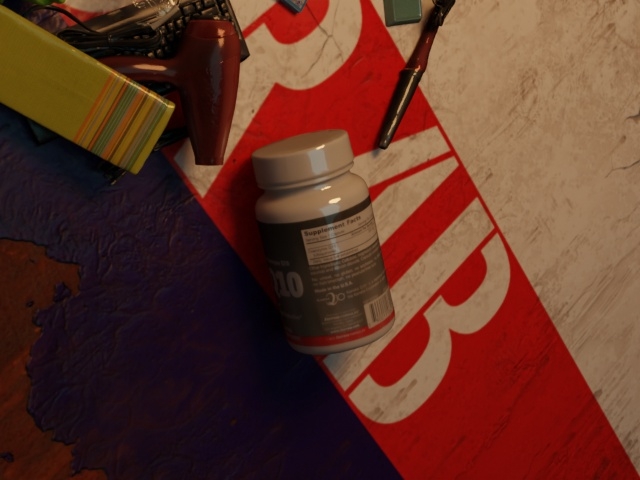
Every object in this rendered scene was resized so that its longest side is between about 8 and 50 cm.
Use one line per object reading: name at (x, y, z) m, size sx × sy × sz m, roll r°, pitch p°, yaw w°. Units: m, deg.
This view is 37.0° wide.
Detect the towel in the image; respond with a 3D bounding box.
towel at (-0.297, -0.176, 1.134) m, size 0.237 × 0.021 × 0.102 m, roll 29°, pitch 100°, yaw -21°

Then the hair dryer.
hair dryer at (-0.206, -0.215, 1.197) m, size 0.223 × 0.080 × 0.293 m, roll -40°, pitch 108°, yaw -4°

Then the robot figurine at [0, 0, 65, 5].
robot figurine at (-0.339, -0.310, 1.096) m, size 0.101 × 0.115 × 0.067 m, roll -61°, pitch 161°, yaw -19°

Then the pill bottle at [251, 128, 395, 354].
pill bottle at (0.000, 0.000, 1.329) m, size 0.161 × 0.161 × 0.283 m, roll -22°, pitch 108°, yaw -29°

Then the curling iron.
curling iron at (0.141, -0.266, 1.454) m, size 0.274 × 0.035 × 0.068 m, roll -66°, pitch 165°, yaw -3°

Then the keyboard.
keyboard at (-0.226, -0.198, 1.229) m, size 0.317 × 0.033 × 0.202 m, roll -29°, pitch 112°, yaw -26°

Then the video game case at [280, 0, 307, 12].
video game case at (-0.037, -0.420, 1.332) m, size 0.119 × 0.015 × 0.166 m, roll 32°, pitch 79°, yaw -33°

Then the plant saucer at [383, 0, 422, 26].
plant saucer at (0.119, -0.422, 1.434) m, size 0.067 × 0.018 × 0.192 m, roll -15°, pitch 104°, yaw -31°
